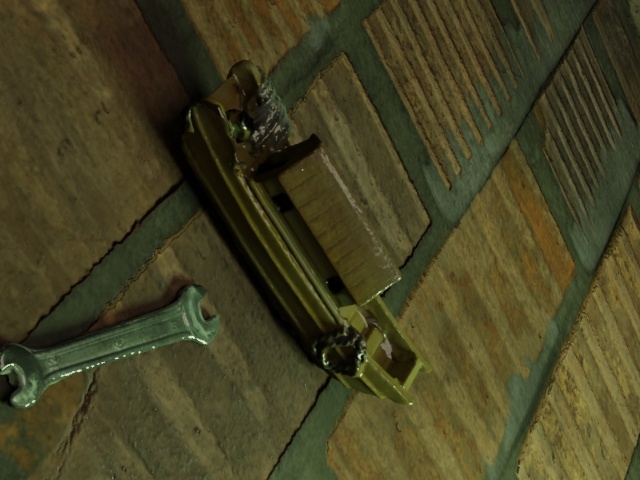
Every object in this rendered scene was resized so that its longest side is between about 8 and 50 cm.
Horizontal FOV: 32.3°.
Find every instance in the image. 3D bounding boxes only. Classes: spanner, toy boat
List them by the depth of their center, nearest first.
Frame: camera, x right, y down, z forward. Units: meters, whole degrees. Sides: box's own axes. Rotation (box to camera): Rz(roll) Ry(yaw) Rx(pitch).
[{"bbox_3d":[-0.201,0.102,1.090,0.302,0.017,0.071,-19,94,-54],"label":"spanner"},{"bbox_3d":[0.000,0.000,1.262,0.445,0.162,0.136,60,37,-21],"label":"toy boat"}]
